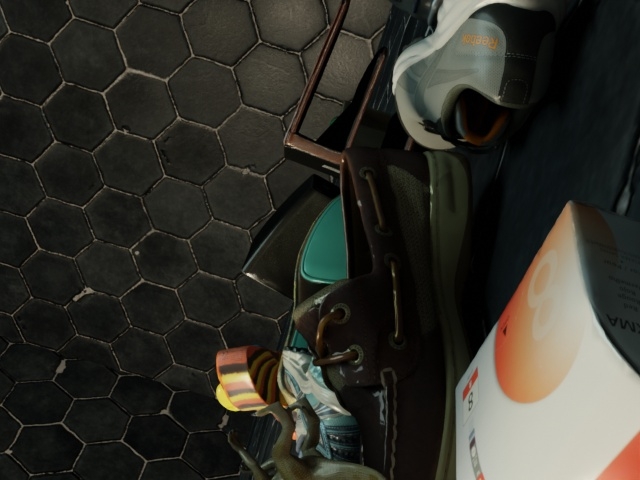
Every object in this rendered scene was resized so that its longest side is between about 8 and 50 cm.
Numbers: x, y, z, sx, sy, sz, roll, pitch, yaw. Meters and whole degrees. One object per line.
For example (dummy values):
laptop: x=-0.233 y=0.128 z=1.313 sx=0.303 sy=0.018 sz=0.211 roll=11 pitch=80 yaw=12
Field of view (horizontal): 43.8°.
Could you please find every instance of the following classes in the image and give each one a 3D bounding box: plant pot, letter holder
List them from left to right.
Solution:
plant pot: x=0.000 y=0.000 z=1.296 sx=0.167 sy=0.188 sz=0.187 roll=-60 pitch=6 yaw=14
letter holder: x=0.054 y=-0.196 z=1.109 sx=0.302 sy=0.152 sz=0.214 roll=-133 pitch=64 yaw=-86

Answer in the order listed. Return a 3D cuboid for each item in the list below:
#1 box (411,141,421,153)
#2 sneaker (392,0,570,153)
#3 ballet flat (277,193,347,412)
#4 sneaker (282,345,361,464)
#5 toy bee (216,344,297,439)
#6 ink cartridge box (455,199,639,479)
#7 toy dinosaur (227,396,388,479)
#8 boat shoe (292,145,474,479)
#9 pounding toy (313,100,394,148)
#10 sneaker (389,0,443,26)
box: x=0.107 y=-0.072 z=1.097 sx=0.162 sy=0.029 sz=0.116 roll=-74 pitch=4 yaw=-49
sneaker: x=0.114 y=-0.117 z=0.652 sx=0.271 sy=0.100 sz=0.108 roll=116 pitch=161 yaw=-79
ballet flat: x=0.016 y=0.089 z=1.139 sx=0.123 sy=0.123 sz=0.348 roll=113 pitch=174 yaw=-58
sneaker: x=0.004 y=0.183 z=0.852 sx=0.283 sy=0.110 sz=0.122 roll=133 pitch=151 yaw=-83
toy bee: x=-0.046 y=0.233 z=1.246 sx=0.195 sy=0.298 sz=0.162 roll=-18 pitch=79 yaw=44
ink cartridge box: x=0.096 y=0.093 z=0.333 sx=0.179 sy=0.045 sz=0.145 roll=-73 pitch=2 yaw=-49
toy dinosaur: x=-0.009 y=0.149 z=0.512 sx=0.183 sy=0.053 sz=0.093 roll=-39 pitch=68 yaw=41
boat shoe: x=0.038 y=0.071 z=0.581 sx=0.123 sy=0.123 sz=0.342 roll=113 pitch=167 yaw=-61
pounding toy: x=0.061 y=-0.171 z=1.368 sx=0.130 sy=0.141 sz=0.100 roll=-79 pitch=7 yaw=-63
sneaker: x=0.163 y=-0.428 z=1.216 sx=0.281 sy=0.115 sz=0.105 roll=-77 pitch=5 yaw=-50
